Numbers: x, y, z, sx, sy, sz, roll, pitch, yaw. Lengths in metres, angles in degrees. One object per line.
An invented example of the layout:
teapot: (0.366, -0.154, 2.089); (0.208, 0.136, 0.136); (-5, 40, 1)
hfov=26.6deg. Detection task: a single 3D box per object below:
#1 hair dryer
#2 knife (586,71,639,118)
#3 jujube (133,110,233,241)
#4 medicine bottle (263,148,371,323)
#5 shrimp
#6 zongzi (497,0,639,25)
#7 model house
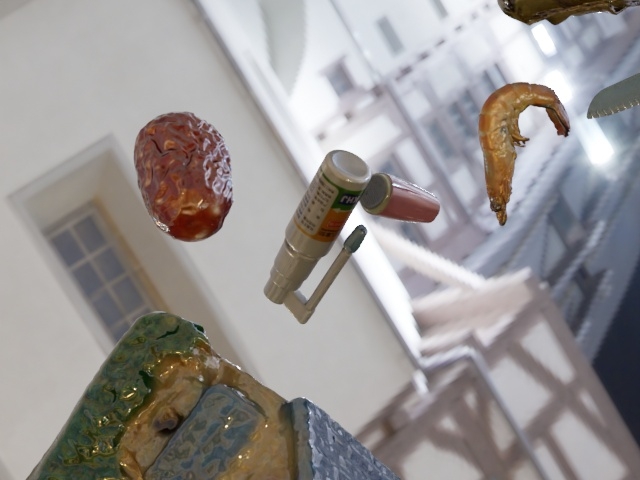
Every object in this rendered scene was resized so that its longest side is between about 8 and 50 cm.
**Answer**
hair dryer: (0.065, -0.061, 1.716); (0.106, 0.054, 0.154); (14, -177, -45)
knife: (0.442, -0.211, 1.671); (0.019, 0.044, 0.313); (-7, 170, -38)
jujube: (-0.154, -0.071, 1.547); (0.112, 0.109, 0.176); (-4, -138, -10)
medicine bottle: (0.000, 0.000, 1.628); (0.061, 0.092, 0.221); (-20, 148, -47)
shrimp: (0.176, -0.075, 1.181); (0.091, 0.127, 0.025); (-3, -163, -23)
zongzi: (0.337, -0.363, 1.260); (0.360, 0.323, 0.160); (8, -150, 28)
model house: (-0.089, 0.336, 1.281); (0.342, 0.334, 0.382); (30, -102, 45)
